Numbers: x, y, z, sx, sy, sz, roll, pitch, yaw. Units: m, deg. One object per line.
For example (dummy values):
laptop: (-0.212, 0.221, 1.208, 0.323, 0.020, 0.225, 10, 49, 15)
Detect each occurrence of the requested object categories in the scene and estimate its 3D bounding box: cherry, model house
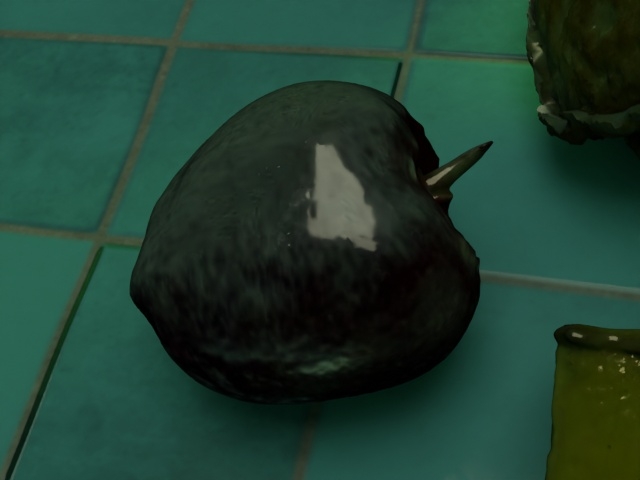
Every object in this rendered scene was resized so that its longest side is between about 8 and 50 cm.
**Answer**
cherry: (0.000, 0.000, 0.797, 0.296, 0.218, 0.255, -22, 62, 4)
model house: (0.227, 0.181, 0.657, 0.193, 0.175, 0.234, 11, 85, 17)

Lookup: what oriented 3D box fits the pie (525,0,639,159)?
pie: (0.320, -0.266, 0.809, 0.180, 0.395, 0.418, 13, 80, -21)
